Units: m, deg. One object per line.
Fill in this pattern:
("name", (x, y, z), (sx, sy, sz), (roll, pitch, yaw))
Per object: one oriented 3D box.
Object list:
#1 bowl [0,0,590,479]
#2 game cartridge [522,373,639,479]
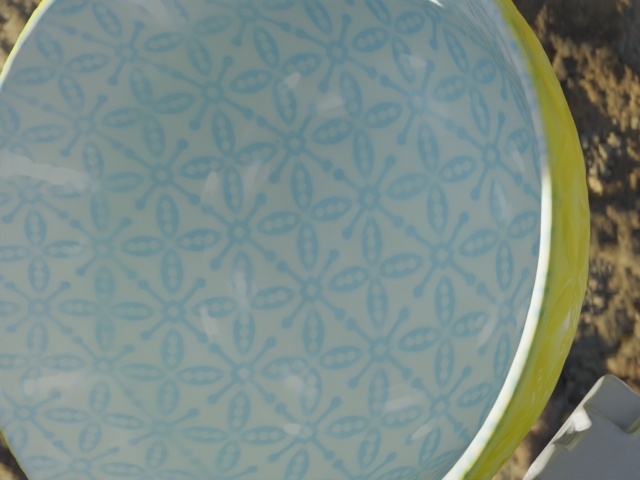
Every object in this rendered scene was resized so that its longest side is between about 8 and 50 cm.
("bowl", (0.000, 0.000, 0.621), (0.289, 0.156, 0.289), (-4, 83, 33))
("game cartridge", (0.113, 0.231, 0.614), (0.196, 0.060, 0.294), (38, 81, 13))
